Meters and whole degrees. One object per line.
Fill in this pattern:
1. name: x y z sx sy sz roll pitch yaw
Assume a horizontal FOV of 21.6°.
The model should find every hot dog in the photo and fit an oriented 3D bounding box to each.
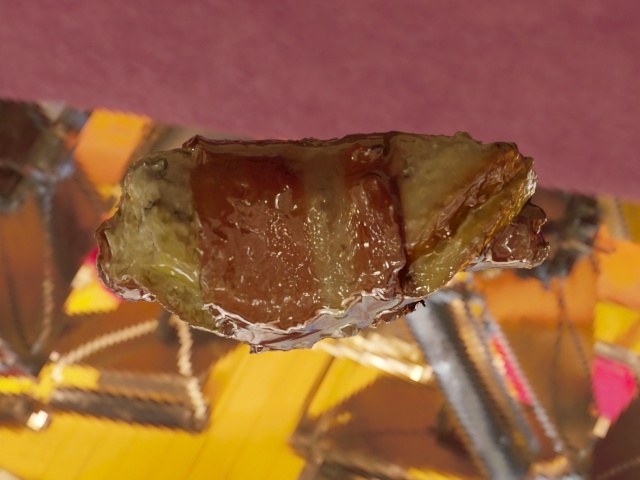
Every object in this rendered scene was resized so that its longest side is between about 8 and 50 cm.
1. hot dog: 0.000 0.000 0.787 0.213 0.103 0.146 -3 180 7
